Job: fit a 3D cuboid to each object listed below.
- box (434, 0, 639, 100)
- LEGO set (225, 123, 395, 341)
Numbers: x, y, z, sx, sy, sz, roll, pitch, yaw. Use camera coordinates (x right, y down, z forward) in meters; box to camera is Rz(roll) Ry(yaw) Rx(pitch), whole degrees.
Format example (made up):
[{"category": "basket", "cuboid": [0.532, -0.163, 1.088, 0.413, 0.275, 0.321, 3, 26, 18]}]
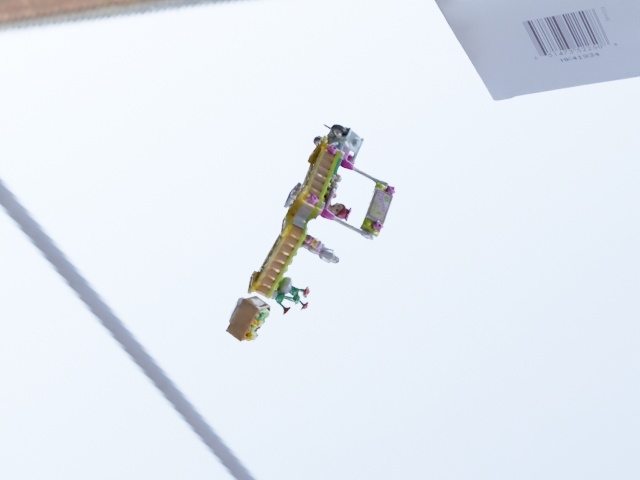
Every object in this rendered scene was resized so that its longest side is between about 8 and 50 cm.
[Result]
[{"category": "box", "cuboid": [0.254, -0.334, 1.306, 0.215, 0.168, 0.345, -6, -123, 28]}, {"category": "LEGO set", "cuboid": [0.000, 0.000, 1.563, 0.287, 0.107, 0.132, -65, -171, -15]}]
